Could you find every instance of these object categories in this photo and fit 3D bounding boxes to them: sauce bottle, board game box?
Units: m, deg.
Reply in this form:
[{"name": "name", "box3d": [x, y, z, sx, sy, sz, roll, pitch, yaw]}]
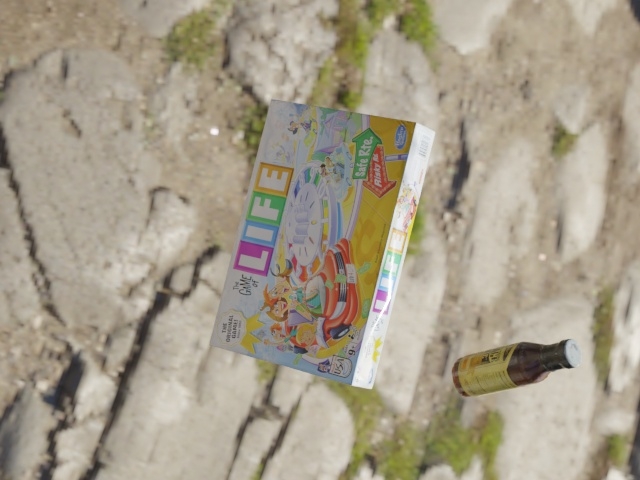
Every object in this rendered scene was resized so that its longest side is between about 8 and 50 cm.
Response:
[{"name": "sauce bottle", "box3d": [0.178, 0.113, 1.279, 0.042, 0.128, 0.042, 20, 61, -42]}, {"name": "board game box", "box3d": [0.000, 0.000, 0.833, 0.026, 0.103, 0.154, 18, 85, -57]}]
